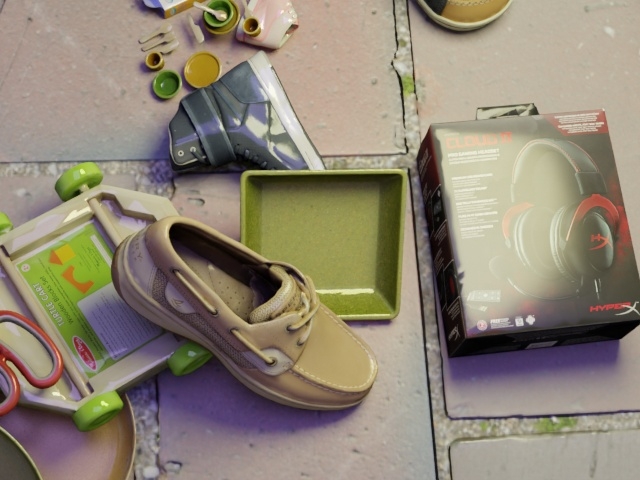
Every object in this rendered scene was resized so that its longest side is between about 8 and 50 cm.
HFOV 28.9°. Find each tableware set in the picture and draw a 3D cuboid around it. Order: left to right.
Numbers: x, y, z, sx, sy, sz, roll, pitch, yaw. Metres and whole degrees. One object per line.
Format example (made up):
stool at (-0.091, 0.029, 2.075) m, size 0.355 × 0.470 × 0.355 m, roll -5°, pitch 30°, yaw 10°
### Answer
tableware set at (-0.146, -0.241, 1.531) m, size 0.154 × 0.024 × 0.104 m, roll -24°, pitch 76°, yaw 5°

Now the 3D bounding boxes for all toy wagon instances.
toy wagon at (-0.291, 0.080, 1.378) m, size 0.344 × 0.068 × 0.267 m, roll -31°, pitch 75°, yaw -16°

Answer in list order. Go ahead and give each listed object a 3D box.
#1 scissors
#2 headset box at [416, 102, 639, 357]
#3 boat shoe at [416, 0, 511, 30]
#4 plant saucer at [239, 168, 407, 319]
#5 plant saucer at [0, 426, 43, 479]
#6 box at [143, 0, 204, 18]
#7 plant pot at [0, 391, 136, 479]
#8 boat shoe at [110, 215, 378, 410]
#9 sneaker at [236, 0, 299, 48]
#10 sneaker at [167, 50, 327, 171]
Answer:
scissors at (-0.403, 0.069, 1.325) m, size 0.297 × 0.021 × 0.109 m, roll 42°, pitch 73°, yaw 11°
headset box at (0.241, -0.023, 1.472) m, size 0.218 × 0.110 × 0.293 m, roll -5°, pitch 72°, yaw -7°
boat shoe at (0.094, -0.500, 1.595) m, size 0.187 × 0.156 × 0.500 m, roll -28°, pitch 75°, yaw -12°
plant saucer at (0.000, 0.000, 1.436) m, size 0.188 × 0.045 × 0.188 m, roll -1°, pitch 113°, yaw -6°
plant saucer at (-0.387, 0.281, 1.301) m, size 0.241 × 0.037 × 0.241 m, roll 2°, pitch 100°, yaw 11°
box at (-0.170, -0.339, 1.582) m, size 0.136 × 0.028 × 0.081 m, roll -27°, pitch 76°, yaw -11°
plant pot at (-0.323, 0.224, 1.377) m, size 0.236 × 0.032 × 0.236 m, roll 2°, pitch 71°, yaw -6°
boat shoe at (-0.059, 0.084, 1.343) m, size 0.341 × 0.110 × 0.121 m, roll 29°, pitch 52°, yaw -27°
sneaker at (-0.050, -0.301, 1.567) m, size 0.070 × 0.051 × 0.134 m, roll 21°, pitch 79°, yaw 6°
sneaker at (-0.086, -0.090, 1.481) m, size 0.163 × 0.086 × 0.226 m, roll -29°, pitch 85°, yaw -5°
